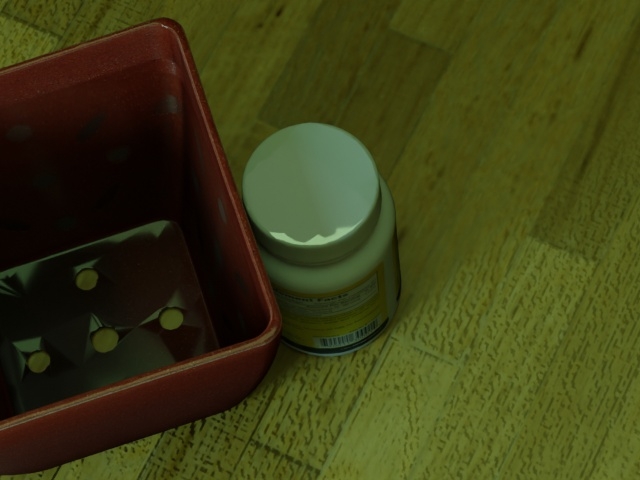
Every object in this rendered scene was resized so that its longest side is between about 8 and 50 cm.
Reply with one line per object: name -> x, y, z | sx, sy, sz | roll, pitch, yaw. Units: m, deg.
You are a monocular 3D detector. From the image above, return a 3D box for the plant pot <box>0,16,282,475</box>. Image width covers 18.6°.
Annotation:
plant pot -> -0.180, 0.034, 1.464 | 0.267, 0.235, 0.267 | -18, 67, -3

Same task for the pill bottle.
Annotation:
pill bottle -> 0.000, 0.000, 1.479 | 0.119, 0.208, 0.119 | -1, 67, 3
